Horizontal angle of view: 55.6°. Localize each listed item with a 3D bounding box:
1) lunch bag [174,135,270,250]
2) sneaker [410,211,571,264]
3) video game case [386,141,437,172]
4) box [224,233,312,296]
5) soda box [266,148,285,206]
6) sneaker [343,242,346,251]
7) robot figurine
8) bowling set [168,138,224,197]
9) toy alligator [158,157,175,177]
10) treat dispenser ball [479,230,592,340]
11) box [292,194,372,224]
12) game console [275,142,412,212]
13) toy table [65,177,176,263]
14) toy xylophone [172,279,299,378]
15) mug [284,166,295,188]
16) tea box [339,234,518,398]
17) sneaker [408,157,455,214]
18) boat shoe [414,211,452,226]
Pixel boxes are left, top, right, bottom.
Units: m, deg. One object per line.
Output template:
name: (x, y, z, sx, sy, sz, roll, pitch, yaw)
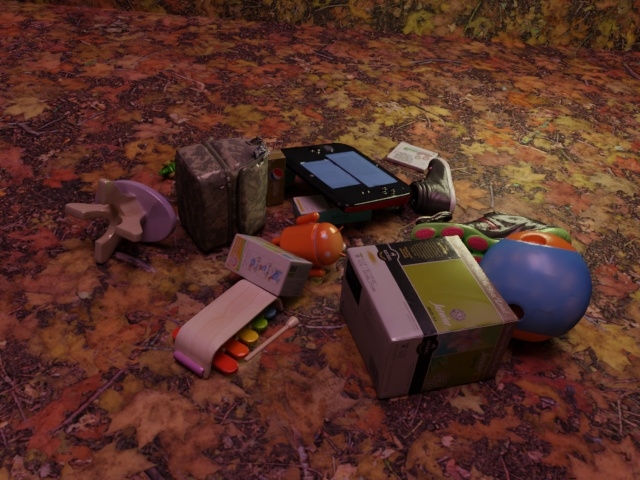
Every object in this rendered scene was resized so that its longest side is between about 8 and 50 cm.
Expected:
lunch bag: (-0.278, -0.151, 1.811, 0.256, 0.305, 0.212, -21, 46, -28)
sneaker: (0.500, 0.013, 1.838, 0.483, 0.185, 0.202, 3, 20, -8)
video game case: (0.354, -0.322, 2.336, 0.157, 0.019, 0.143, 22, 41, 20)
box: (-0.144, 0.067, 1.661, 0.203, 0.103, 0.114, 25, 7, 30)
soda box: (-0.154, -0.204, 1.991, 0.061, 0.181, 0.058, -11, 41, -20)
sneaker: (0.000, 0.000, 1.836, 0.162, 0.075, 0.057, 7, 38, 2)
robot figurine: (-0.031, 0.013, 1.743, 0.220, 0.128, 0.158, -6, 51, 23)
bowling set: (-0.348, -0.188, 2.010, 0.200, 0.154, 0.287, 38, 44, 10)
toy alligator: (-0.502, -0.264, 2.135, 0.051, 0.056, 0.190, -16, 16, 47)
treat dispenser ball: (0.551, 0.119, 1.583, 0.289, 0.288, 0.288, 3, 38, -3)
box: (0.038, -0.103, 1.984, 0.245, 0.060, 0.100, -7, 39, -15)
game console: (0.083, -0.220, 2.024, 0.342, 0.060, 0.386, -9, 39, -43)
toy table: (-0.575, -0.071, 1.742, 0.275, 0.252, 0.161, 9, 21, 22)
toy xylophone: (-0.207, 0.221, 1.524, 0.236, 0.081, 0.323, 32, 45, 30)
mug: (-0.162, -0.238, 2.102, 0.158, 0.097, 0.129, 18, 40, 17)
tea box: (0.253, 0.180, 1.522, 0.324, 0.219, 0.329, -7, 40, -14)
sneaker: (0.371, -0.202, 2.113, 0.147, 0.104, 0.295, 6, 42, -7)
boat shoe: (0.376, -0.060, 1.984, 0.133, 0.048, 0.042, -12, 47, -18)
